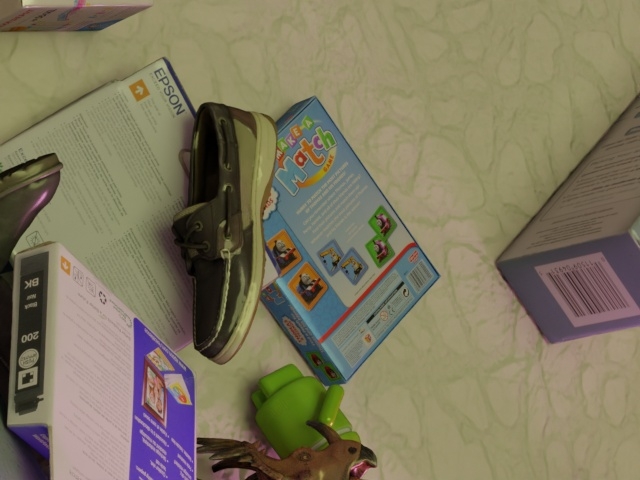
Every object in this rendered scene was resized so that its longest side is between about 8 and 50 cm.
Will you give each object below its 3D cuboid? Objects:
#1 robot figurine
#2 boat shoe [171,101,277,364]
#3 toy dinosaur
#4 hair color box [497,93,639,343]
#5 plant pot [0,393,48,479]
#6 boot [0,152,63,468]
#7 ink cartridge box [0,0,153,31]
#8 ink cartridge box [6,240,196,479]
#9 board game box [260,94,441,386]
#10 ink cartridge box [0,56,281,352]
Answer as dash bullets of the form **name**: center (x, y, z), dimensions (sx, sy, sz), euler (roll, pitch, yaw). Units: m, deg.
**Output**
- **robot figurine**: center (-0.011, 0.164, 1.583), dimensions (0.067, 0.101, 0.115), euler (-23, 66, -34)
- **boat shoe**: center (-0.088, -0.010, 1.505), dimensions (0.073, 0.080, 0.224), euler (19, 65, -26)
- **toy dinosaur**: center (-0.117, 0.222, 1.476), dimensions (0.295, 0.127, 0.200), euler (15, 60, -18)
- **hair color box**: center (0.361, -0.062, 1.863), dimensions (0.374, 0.185, 0.114), euler (-47, 109, -35)
- **plant pot**: center (-0.296, 0.213, 1.241), dimensions (0.247, 0.247, 0.252), euler (62, 17, -11)
- **boot**: center (-0.228, 0.061, 1.408), dimensions (0.189, 0.076, 0.208), euler (-33, 96, 7)
- **ink cartridge box**: center (-0.225, -0.222, 1.494), dimensions (0.143, 0.092, 0.090), euler (-7, 86, -38)
- **ink cartridge box**: center (-0.155, 0.138, 1.338), dimensions (0.206, 0.045, 0.208), euler (50, 26, -46)
- **board game box**: center (0.000, 0.000, 1.659), dimensions (0.160, 0.039, 0.211), euler (-46, 109, -35)
- **ink cartridge box**: center (-0.167, -0.009, 1.521), dimensions (0.224, 0.045, 0.223), euler (-34, 101, -35)
